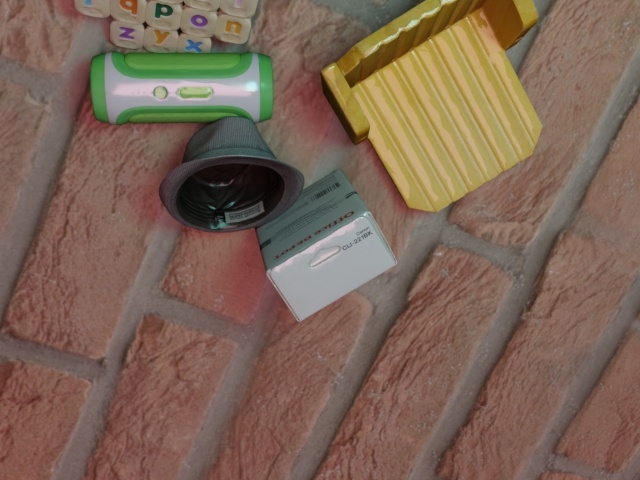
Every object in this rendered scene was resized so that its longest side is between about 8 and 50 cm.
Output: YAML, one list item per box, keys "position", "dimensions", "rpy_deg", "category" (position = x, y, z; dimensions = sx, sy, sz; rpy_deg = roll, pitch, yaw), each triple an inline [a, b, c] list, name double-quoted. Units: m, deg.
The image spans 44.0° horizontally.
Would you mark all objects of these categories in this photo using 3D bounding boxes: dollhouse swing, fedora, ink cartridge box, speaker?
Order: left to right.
- position: [-0.232, -0.259, 1.348]
  dimensions: [0.296, 0.131, 0.131]
  rpy_deg: [-2, 110, -8]
  category: "speaker"
- position: [-0.157, -0.123, 1.368]
  dimensions: [0.243, 0.124, 0.275]
  rpy_deg: [-1, 153, -15]
  category: "fedora"
- position: [0.000, 0.000, 1.398]
  dimensions: [0.197, 0.273, 0.114]
  rpy_deg: [-31, 111, 3]
  category: "ink cartridge box"
- position: [0.225, -0.232, 1.357]
  dimensions: [0.346, 0.315, 0.305]
  rpy_deg: [-31, 91, 2]
  category: "dollhouse swing"

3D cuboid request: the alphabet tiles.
- position: [-0.246, -0.385, 1.260]
  dimensions: [0.284, 0.278, 0.021]
  rpy_deg: [9, 66, -11]
  category: "alphabet tiles"
